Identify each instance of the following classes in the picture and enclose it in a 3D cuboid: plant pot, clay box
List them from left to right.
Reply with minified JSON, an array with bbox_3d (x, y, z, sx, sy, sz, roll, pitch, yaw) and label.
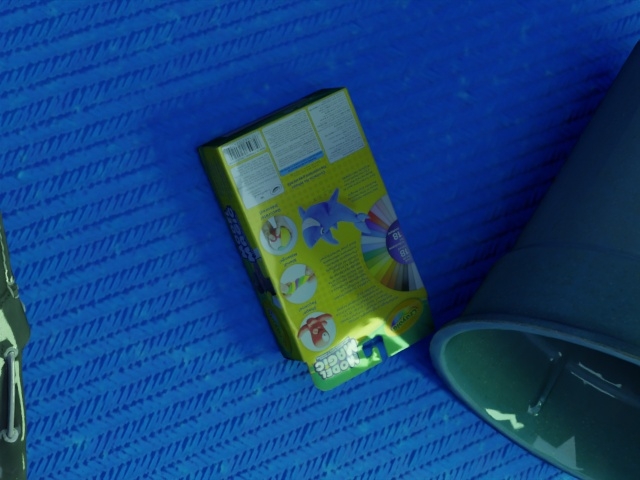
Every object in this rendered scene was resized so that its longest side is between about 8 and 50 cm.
[{"bbox_3d":[0.000,0.000,1.423,0.127,0.053,0.222,-26,104,-22],"label":"clay box"},{"bbox_3d":[0.314,0.018,1.436,0.341,0.341,0.334,36,70,-22],"label":"plant pot"}]

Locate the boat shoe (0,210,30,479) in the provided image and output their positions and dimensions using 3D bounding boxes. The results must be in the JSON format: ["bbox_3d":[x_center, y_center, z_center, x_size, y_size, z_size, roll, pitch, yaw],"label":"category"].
[{"bbox_3d":[-0.262,0.110,1.285,0.095,0.112,0.335,0,98,-42],"label":"boat shoe"}]
